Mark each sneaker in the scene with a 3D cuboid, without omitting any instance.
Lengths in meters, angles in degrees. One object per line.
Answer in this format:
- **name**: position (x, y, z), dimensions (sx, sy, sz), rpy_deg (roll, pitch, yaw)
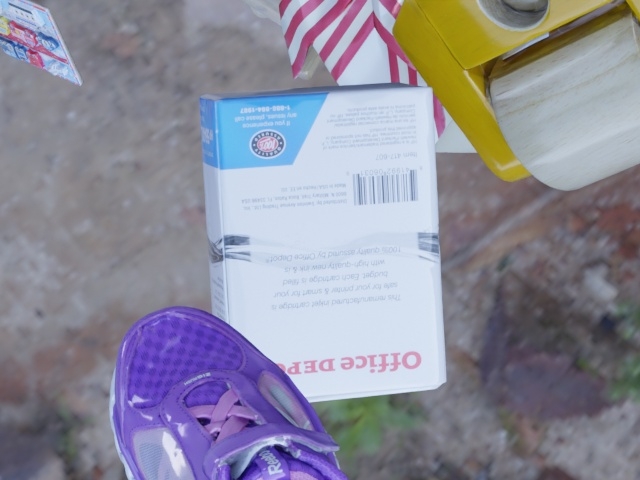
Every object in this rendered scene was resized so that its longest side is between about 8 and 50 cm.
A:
- **sneaker**: position (-0.028, 0.108, 0.887), dimensions (0.104, 0.095, 0.236), rpy_deg (84, 161, -51)

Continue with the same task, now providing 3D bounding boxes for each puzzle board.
- **puzzle board**: position (-0.294, -0.207, 1.987), dimensions (0.128, 0.011, 0.096), rpy_deg (24, 148, 40)

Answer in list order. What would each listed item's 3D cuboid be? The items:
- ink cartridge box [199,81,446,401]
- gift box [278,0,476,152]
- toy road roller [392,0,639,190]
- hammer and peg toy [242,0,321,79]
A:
- **ink cartridge box**: position (0.000, 0.000, 1.339), dimensions (0.148, 0.086, 0.203), rpy_deg (-4, 97, -12)
- **gift box**: position (0.121, -0.202, 1.699), dimensions (0.255, 0.258, 0.276), rpy_deg (55, 128, 33)
- **toy road roller**: position (0.168, -0.226, 1.366), dimensions (0.202, 0.240, 0.329), rpy_deg (-24, 107, 42)
- **hammer and peg toy**: position (-0.020, -0.331, 1.955), dimensions (0.127, 0.266, 0.361), rpy_deg (-1, 157, 45)
